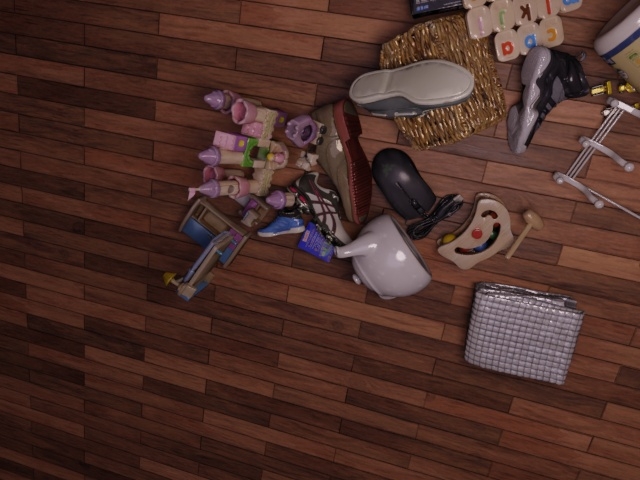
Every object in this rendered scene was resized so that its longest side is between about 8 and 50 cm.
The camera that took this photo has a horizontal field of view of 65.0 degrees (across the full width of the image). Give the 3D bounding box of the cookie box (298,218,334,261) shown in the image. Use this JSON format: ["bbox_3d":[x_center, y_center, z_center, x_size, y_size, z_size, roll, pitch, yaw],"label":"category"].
[{"bbox_3d":[0.000,0.000,1.523,0.107,0.040,0.091,28,110,4],"label":"cookie box"}]

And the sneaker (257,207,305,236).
[{"bbox_3d":[-0.126,-0.060,1.529,0.152,0.058,0.084,-6,102,19],"label":"sneaker"}]

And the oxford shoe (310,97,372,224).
[{"bbox_3d":[0.059,-0.213,1.417,0.130,0.123,0.347,-5,99,30],"label":"oxford shoe"}]

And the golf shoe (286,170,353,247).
[{"bbox_3d":[0.021,-0.080,1.444,0.120,0.105,0.273,-41,85,-8],"label":"golf shoe"}]

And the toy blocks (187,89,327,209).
[{"bbox_3d":[-0.208,-0.234,1.336,0.309,0.260,0.288,30,113,33],"label":"toy blocks"}]

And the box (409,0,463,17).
[{"bbox_3d":[0.307,-0.642,1.232,0.180,0.077,0.147,-4,105,16],"label":"box"}]

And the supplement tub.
[{"bbox_3d":[0.796,-0.408,1.095,0.316,0.228,0.228,43,112,-1],"label":"supplement tub"}]

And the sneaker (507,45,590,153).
[{"bbox_3d":[0.566,-0.339,1.243,0.153,0.101,0.268,-1,124,-4],"label":"sneaker"}]

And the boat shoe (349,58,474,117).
[{"bbox_3d":[0.222,-0.349,1.197,0.320,0.099,0.116,10,73,38],"label":"boat shoe"}]

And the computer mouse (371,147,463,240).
[{"bbox_3d":[0.249,-0.140,1.401,0.188,0.072,0.272,-41,93,22],"label":"computer mouse"}]

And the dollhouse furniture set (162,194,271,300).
[{"bbox_3d":[-0.337,-0.025,1.462,0.198,0.303,0.286,38,112,0],"label":"dollhouse furniture set"}]

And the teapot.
[{"bbox_3d":[0.175,0.065,1.390,0.187,0.252,0.256,-35,93,13],"label":"teapot"}]

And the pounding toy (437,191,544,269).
[{"bbox_3d":[0.437,-0.028,1.341,0.270,0.155,0.154,-33,100,21],"label":"pounding toy"}]

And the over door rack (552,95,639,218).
[{"bbox_3d":[0.780,-0.171,1.217,0.324,0.108,0.239,28,122,5],"label":"over door rack"}]

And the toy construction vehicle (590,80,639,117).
[{"bbox_3d":[0.724,-0.352,1.238,0.098,0.035,0.085,-11,103,26],"label":"toy construction vehicle"}]

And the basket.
[{"bbox_3d":[0.309,-0.401,1.296,0.214,0.223,0.299,-9,107,51],"label":"basket"}]

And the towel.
[{"bbox_3d":[0.563,0.250,1.416,0.284,0.121,0.234,9,107,13],"label":"towel"}]

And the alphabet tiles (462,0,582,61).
[{"bbox_3d":[0.473,-0.583,1.186,0.284,0.021,0.277,-18,105,-2],"label":"alphabet tiles"}]
